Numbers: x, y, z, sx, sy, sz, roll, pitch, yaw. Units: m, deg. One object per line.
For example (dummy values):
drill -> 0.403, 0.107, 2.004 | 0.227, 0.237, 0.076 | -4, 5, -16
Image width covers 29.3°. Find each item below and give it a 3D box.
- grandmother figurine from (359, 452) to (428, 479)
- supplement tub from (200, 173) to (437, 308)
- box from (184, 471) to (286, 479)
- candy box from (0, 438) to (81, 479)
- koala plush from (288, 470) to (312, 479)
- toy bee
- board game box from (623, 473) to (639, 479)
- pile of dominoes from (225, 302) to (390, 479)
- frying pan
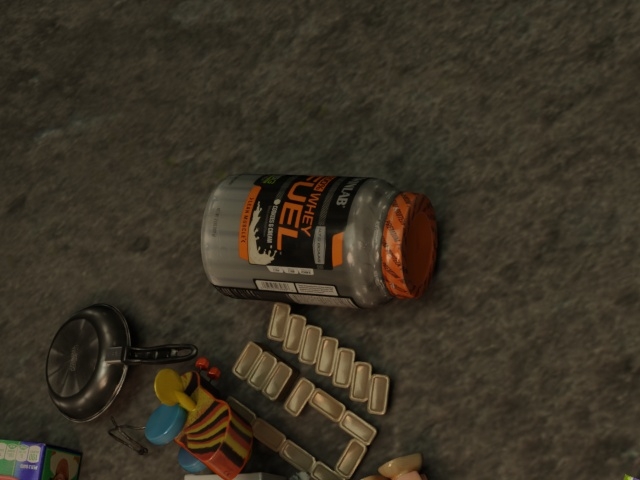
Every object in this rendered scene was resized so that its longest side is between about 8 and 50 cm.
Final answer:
grandmother figurine -> 0.163, 0.462, 1.648 | 0.208, 0.104, 0.342 | -43, 61, 38
supplement tub -> 0.000, 0.000, 1.806 | 0.316, 0.193, 0.193 | 3, 75, 24
box -> -0.124, 0.428, 1.784 | 0.130, 0.091, 0.170 | -6, 72, 23
candy box -> -0.540, 0.475, 1.939 | 0.268, 0.122, 0.317 | 0, 75, 24
koala plush -> -0.039, 0.429, 1.661 | 0.221, 0.196, 0.203 | 61, 144, 17
toy bee -> -0.190, 0.244, 1.798 | 0.298, 0.195, 0.162 | 18, 65, 34
board game box -> 0.441, 0.496, 1.516 | 0.233, 0.078, 0.347 | 16, 81, 27
pile of dominoes -> -0.015, 0.232, 1.834 | 0.251, 0.040, 0.196 | 33, 95, 22
frying pan -> -0.338, 0.209, 1.932 | 0.326, 0.053, 0.197 | 19, 87, 46
